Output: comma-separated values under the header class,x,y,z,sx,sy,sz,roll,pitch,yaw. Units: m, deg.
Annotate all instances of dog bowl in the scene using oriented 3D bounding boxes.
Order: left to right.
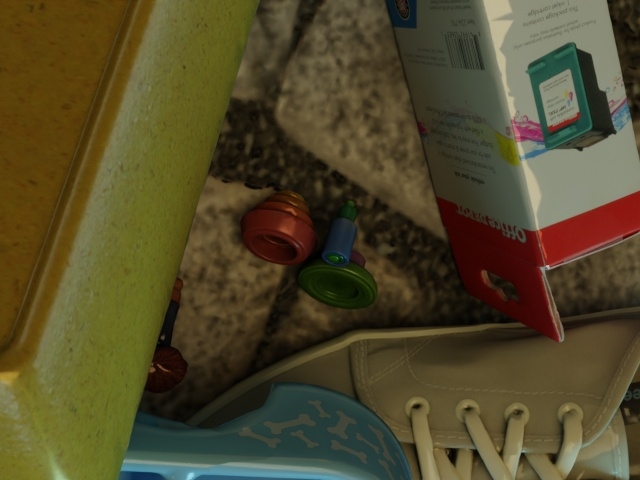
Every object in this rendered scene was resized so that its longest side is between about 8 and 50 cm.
class,x,y,z,sx,sy,sz,roll,pitch,yaw
dog bowl,-0.083,0.158,0.553,0.297,0.074,0.166,6,103,-15

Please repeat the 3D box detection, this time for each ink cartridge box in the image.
class,x,y,z,sx,sy,sz,roll,pitch,yaw
ink cartridge box,0.117,-0.070,0.652,0.078,0.134,0.231,-21,107,-13

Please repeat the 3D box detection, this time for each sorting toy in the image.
class,x,y,z,sx,sy,sz,roll,pitch,yaw
sorting toy,0.000,0.000,0.679,0.102,0.061,0.042,35,55,-28

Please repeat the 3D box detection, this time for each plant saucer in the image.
class,x,y,z,sx,sy,sz,roll,pitch,yaw
plant saucer,-0.207,-0.070,0.478,0.332,0.081,0.333,18,67,-11

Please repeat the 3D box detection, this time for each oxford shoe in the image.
class,x,y,z,sx,sy,sz,roll,pitch,yaw
oxford shoe,0.099,0.132,0.673,0.449,0.130,0.169,-12,96,-7

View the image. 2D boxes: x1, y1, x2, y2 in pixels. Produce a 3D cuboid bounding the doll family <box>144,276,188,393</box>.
class,x,y,z,sx,sy,sz,roll,pitch,yaw
doll family,-0.134,0.105,0.620,0.076,0.111,0.193,16,95,-20
